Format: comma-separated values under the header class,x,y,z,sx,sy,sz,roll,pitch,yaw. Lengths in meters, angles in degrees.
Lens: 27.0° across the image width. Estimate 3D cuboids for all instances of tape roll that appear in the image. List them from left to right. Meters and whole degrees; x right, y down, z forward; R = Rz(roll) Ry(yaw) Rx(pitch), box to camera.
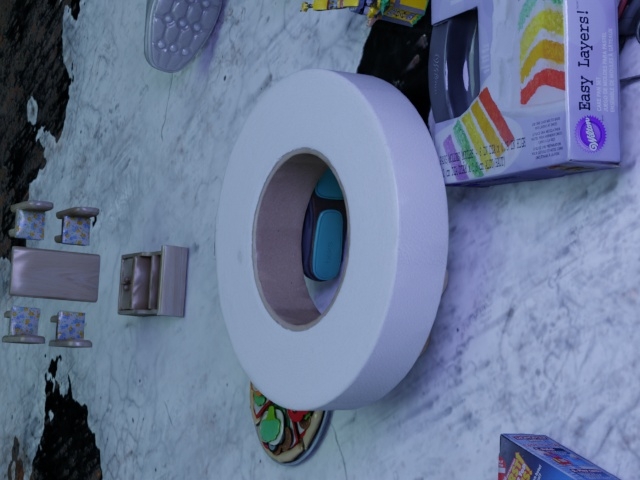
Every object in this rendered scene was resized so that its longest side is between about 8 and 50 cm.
class,x,y,z,sx,sy,sz,roll,pitch,yaw
tape roll,0.000,0.000,1.515,0.392,0.072,0.392,-7,82,57

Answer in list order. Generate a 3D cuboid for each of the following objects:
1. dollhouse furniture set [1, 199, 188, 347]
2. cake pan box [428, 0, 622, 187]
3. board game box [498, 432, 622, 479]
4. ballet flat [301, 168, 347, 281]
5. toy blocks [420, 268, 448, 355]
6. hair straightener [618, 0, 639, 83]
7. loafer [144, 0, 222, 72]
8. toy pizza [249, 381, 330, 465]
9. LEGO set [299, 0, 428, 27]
class,x,y,z,sx,sy,sz,roll,pitch,yaw
dollhouse furniture set,-0.346,0.056,2.029,0.161,0.242,0.212,-8,77,58
cake pan box,0.194,-0.182,1.317,0.267,0.070,0.246,176,96,-67
board game box,0.219,0.275,1.230,0.194,0.060,0.194,49,125,52
ballet flat,0.006,-0.051,1.643,0.074,0.074,0.203,29,111,57
toy blocks,0.075,0.054,1.518,0.148,0.054,0.123,37,115,55
hair straightener,0.308,-0.237,1.202,0.089,0.047,0.230,56,130,48
loafer,-0.202,-0.413,2.031,0.111,0.112,0.320,24,96,63
toy pizza,-0.047,0.187,1.712,0.201,0.032,0.201,-18,69,56
LEGO set,0.001,-0.399,1.601,0.331,0.192,0.255,50,125,51
